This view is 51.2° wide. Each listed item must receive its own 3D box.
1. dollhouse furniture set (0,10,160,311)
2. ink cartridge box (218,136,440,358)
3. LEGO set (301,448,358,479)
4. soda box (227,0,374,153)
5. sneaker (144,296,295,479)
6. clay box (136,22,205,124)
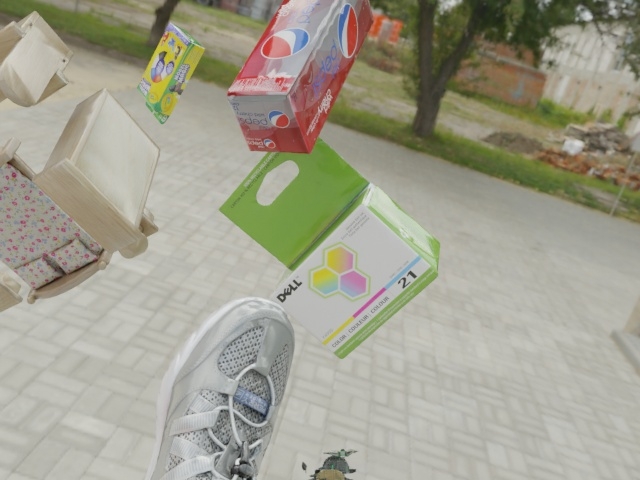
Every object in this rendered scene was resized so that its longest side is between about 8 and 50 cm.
[{"bbox_3d":[-0.383,-0.031,0.786,0.303,0.355,0.174,53,20,-34],"label":"dollhouse furniture set"},{"bbox_3d":[0.000,0.000,0.874,0.255,0.189,0.097,41,25,-8],"label":"ink cartridge box"},{"bbox_3d":[0.001,0.189,0.500,0.054,0.083,0.023,56,-2,15],"label":"LEGO set"},{"bbox_3d":[-0.017,-0.228,0.820,0.083,0.092,0.263,7,53,24],"label":"soda box"},{"bbox_3d":[-0.073,0.179,0.500,0.105,0.281,0.115,32,-20,-35],"label":"sneaker"},{"bbox_3d":[-0.383,-0.413,1.667,0.053,0.222,0.127,15,24,-47],"label":"clay box"}]
